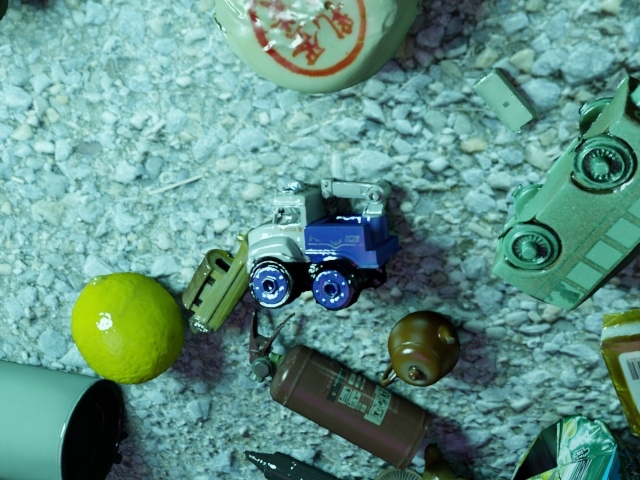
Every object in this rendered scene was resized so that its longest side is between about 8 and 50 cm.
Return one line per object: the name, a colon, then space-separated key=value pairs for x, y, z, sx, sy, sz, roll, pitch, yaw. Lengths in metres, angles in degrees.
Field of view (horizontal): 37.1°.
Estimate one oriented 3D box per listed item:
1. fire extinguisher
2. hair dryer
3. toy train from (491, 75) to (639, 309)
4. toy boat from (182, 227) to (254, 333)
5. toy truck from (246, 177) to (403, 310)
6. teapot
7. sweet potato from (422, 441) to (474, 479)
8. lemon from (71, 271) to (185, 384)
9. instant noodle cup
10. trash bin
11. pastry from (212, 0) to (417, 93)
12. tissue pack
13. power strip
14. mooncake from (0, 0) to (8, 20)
fire extinguisher: x=0.019 y=0.229 z=1.537 sx=0.337 sy=0.106 sz=0.147 roll=29 pitch=104 yaw=1
hair dryer: x=0.018 y=0.456 z=1.705 sx=0.352 sy=0.107 sz=0.189 roll=19 pitch=130 yaw=19
toy train: x=0.344 y=-0.055 z=1.187 sx=0.159 sy=0.129 sz=0.326 roll=29 pitch=129 yaw=-4
toy boat: x=-0.156 y=0.063 z=1.507 sx=0.088 sy=0.068 sz=0.226 roll=36 pitch=129 yaw=3
toy truck: x=0.000 y=0.000 z=1.364 sx=0.213 sy=0.161 sz=0.177 roll=1 pitch=103 yaw=22
teapot: x=0.148 y=0.173 z=1.434 sx=0.116 sy=0.116 sz=0.173 roll=42 pitch=128 yaw=-9
sweet potato: x=0.275 y=0.458 z=1.590 sx=0.310 sy=0.098 sz=0.124 roll=49 pitch=147 yaw=-16
lemon: x=-0.314 y=0.139 z=1.557 sx=0.178 sy=0.178 sz=0.203 roll=-13 pitch=115 yaw=29
instant noodle cup: x=0.413 y=0.400 z=1.425 sx=0.178 sy=0.240 sz=0.240 roll=34 pitch=129 yaw=-13
trash bin: x=-0.527 y=0.340 z=1.751 sx=0.262 sy=0.217 sz=0.277 roll=7 pitch=159 yaw=18
pastry: x=-0.009 y=-0.299 z=1.161 sx=0.264 sy=0.133 sz=0.265 roll=12 pitch=124 yaw=18
tissue pack: x=0.516 y=0.174 z=1.298 sx=0.226 sy=0.092 sz=0.183 roll=-14 pitch=117 yaw=28
power strip: x=0.234 y=-0.178 z=1.215 sx=0.090 sy=0.016 sz=0.040 roll=46 pitch=128 yaw=-11
mooncake: x=-0.558 y=-0.344 z=1.255 sx=0.290 sy=0.290 sz=0.161 roll=17 pitch=131 yaw=10
